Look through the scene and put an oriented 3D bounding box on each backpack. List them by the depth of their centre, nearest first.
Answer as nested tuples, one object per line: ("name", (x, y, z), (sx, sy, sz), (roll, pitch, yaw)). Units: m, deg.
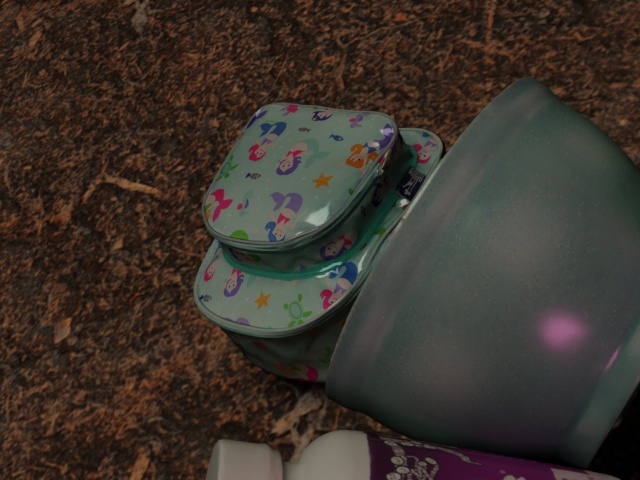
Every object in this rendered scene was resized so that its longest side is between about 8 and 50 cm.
("backpack", (0.000, 0.000, 1.382), (0.225, 0.191, 0.253), (11, 66, 40))

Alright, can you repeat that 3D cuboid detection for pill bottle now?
("pill bottle", (0.064, 0.225, 1.027), (0.301, 0.169, 0.169), (10, 49, -8))

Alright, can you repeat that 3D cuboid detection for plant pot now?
("plant pot", (0.167, 0.050, 1.107), (0.196, 0.293, 0.293), (32, 73, 14))
